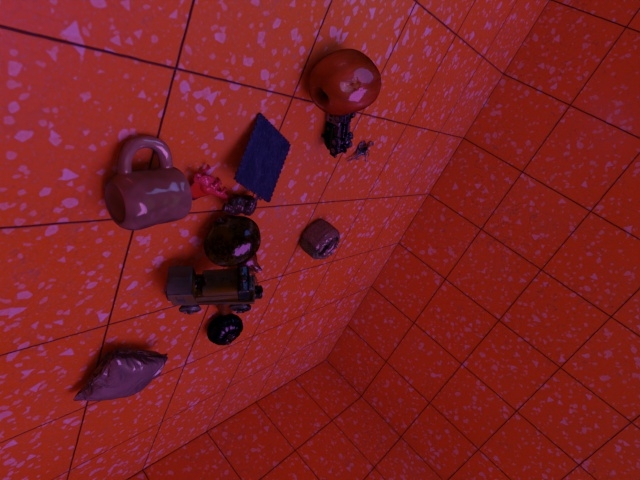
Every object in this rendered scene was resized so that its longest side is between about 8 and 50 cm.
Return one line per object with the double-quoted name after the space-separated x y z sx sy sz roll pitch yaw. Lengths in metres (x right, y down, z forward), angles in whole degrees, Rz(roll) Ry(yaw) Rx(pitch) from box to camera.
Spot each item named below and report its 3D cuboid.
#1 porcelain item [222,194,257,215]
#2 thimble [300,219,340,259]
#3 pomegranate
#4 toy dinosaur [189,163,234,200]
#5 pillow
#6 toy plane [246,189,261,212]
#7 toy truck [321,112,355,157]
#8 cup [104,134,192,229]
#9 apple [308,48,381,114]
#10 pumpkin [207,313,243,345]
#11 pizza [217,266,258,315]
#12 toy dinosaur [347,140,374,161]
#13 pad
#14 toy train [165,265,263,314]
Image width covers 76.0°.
-0.318 -0.137 1.586 0.081 0.069 0.215 -60 170 12 "porcelain item"
0.000 0.000 2.263 0.219 0.150 0.219 -38 153 -23 "thimble"
-0.338 0.016 1.665 0.221 0.204 0.276 -19 156 13 "pomegranate"
-0.411 -0.171 1.486 0.139 0.070 0.286 -35 163 -3 "toy dinosaur"
-0.831 0.570 1.730 0.283 0.138 0.310 -44 154 8 "pillow"
-0.249 -0.211 1.630 0.226 0.058 0.226 27 72 -69 "toy plane"
0.069 -0.477 1.768 0.110 0.116 0.216 -32 142 -35 "toy truck"
-0.502 -0.160 1.208 0.202 0.173 0.255 -20 143 -48 "cup"
0.086 -0.573 1.516 0.241 0.242 0.242 -31 150 -21 "apple"
-0.491 0.457 2.118 0.194 0.150 0.194 -47 176 -4 "pumpkin"
-0.402 0.229 2.007 0.226 0.086 0.336 -19 143 -54 "pizza"
0.210 -0.461 2.105 0.187 0.044 0.106 -8 121 -37 "toy dinosaur"
-0.212 -0.304 1.558 0.269 0.012 0.270 29 80 -65 "pad"
-0.430 0.197 1.655 0.396 0.160 0.253 0 154 -9 "toy train"
